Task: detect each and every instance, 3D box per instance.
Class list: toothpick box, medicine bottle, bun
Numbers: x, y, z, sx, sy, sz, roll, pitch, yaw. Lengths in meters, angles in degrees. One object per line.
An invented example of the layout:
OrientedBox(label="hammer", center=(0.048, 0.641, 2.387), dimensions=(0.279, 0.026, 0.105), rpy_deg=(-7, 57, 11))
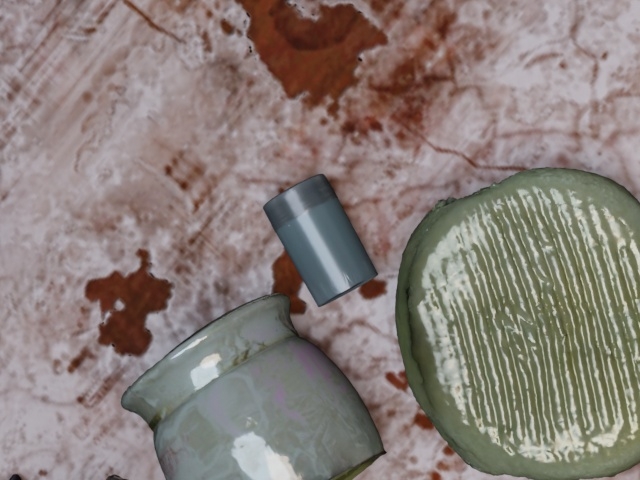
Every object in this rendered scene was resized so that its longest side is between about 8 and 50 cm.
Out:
OrientedBox(label="toothpick box", center=(0.000, 0.000, 1.325), dimensions=(0.052, 0.052, 0.083), rpy_deg=(-30, 85, 14))
OrientedBox(label="medicine bottle", center=(-0.048, 0.127, 1.294), dimensions=(0.147, 0.147, 0.143), rpy_deg=(-36, 79, 13))
OrientedBox(label="bun", center=(0.153, 0.061, 1.260), dimensions=(0.221, 0.108, 0.221), rpy_deg=(0, 88, 8))

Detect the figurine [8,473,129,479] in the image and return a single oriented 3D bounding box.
OrientedBox(label="figurine", center=(-0.233, 0.284, 1.340), dimensions=(0.265, 0.175, 0.197), rpy_deg=(-12, 93, 23))
